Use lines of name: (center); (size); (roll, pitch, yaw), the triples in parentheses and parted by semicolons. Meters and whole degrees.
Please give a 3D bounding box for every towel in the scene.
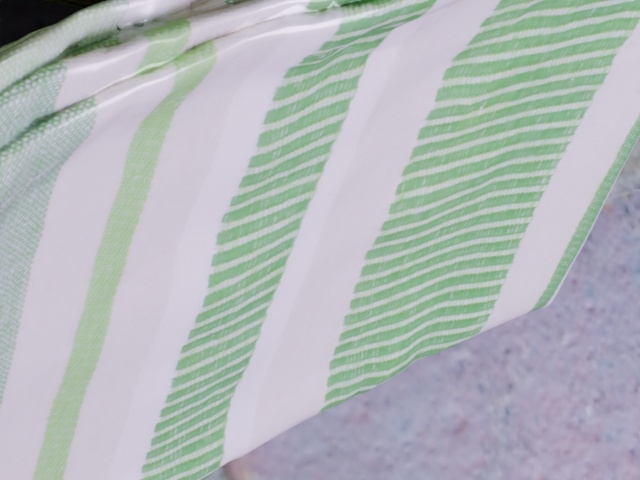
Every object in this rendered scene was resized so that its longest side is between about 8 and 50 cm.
towel: (0.000, 0.000, 0.467); (0.325, 0.248, 0.038); (-27, 62, -37)

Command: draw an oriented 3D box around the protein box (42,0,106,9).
protein box: (-0.045, -0.172, 0.451); (0.200, 0.136, 0.201); (6, 94, -72)
